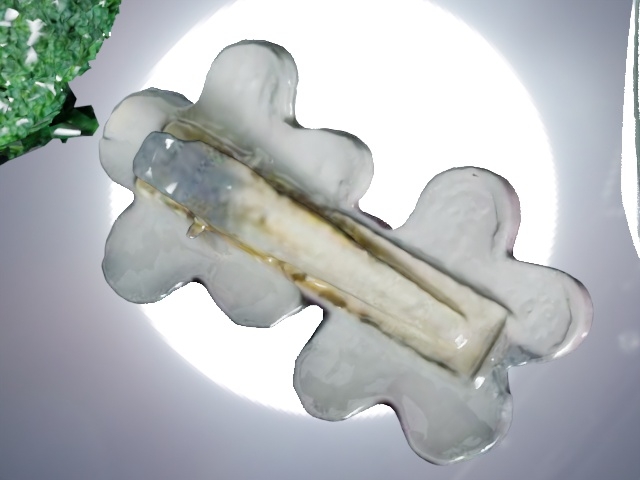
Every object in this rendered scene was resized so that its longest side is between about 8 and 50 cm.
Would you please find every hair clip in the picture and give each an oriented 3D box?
[{"bbox_3d":[0.002,0.001,0.917,0.257,0.075,0.146,30,-92,9],"label":"hair clip"}]

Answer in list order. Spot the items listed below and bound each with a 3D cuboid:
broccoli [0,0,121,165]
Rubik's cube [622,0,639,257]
[{"bbox_3d":[-0.196,-0.116,0.566,0.269,0.269,0.254,2,-151,39],"label":"broccoli"},{"bbox_3d":[0.404,-0.120,1.324,0.352,0.351,0.347,5,-163,-1],"label":"Rubik's cube"}]
